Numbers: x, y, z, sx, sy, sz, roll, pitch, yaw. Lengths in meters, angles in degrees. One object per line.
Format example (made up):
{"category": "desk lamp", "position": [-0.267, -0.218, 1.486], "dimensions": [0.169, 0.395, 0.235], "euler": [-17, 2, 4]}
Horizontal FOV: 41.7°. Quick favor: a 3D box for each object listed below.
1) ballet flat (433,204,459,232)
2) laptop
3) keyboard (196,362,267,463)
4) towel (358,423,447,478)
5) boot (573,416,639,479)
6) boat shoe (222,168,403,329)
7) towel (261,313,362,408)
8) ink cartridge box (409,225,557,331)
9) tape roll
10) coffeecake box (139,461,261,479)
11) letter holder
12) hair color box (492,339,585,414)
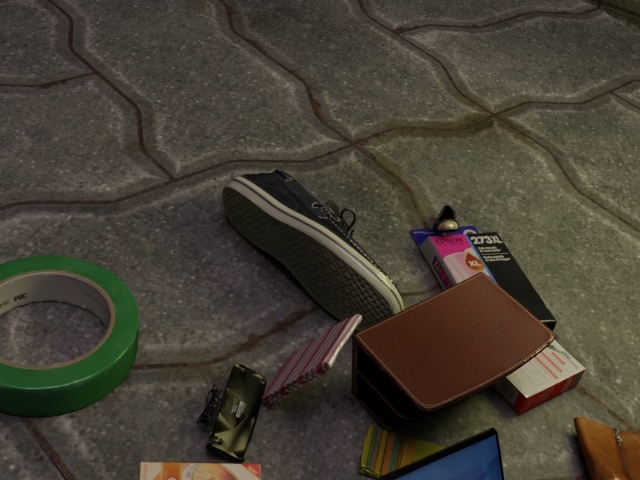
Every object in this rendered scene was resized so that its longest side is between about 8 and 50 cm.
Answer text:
{"category": "ballet flat", "position": [0.282, -0.046, 1.900], "dimensions": [0.057, 0.049, 0.173], "euler": [-1, 10, 5]}
{"category": "laptop", "position": [0.230, 0.442, 1.205], "dimensions": [0.234, 0.136, 0.264], "euler": [-15, 47, -29]}
{"category": "keyboard", "position": [-0.158, 0.293, 1.450], "dimensions": [0.100, 0.038, 0.192], "euler": [32, 36, -13]}
{"category": "towel", "position": [0.187, 0.384, 1.434], "dimensions": [0.237, 0.021, 0.102], "euler": [15, 40, 2]}
{"category": "boot", "position": [0.468, 0.404, 1.429], "dimensions": [0.264, 0.096, 0.280], "euler": [12, 38, -1]}
{"category": "boat shoe", "position": [0.000, 0.000, 1.719], "dimensions": [0.156, 0.187, 0.500], "euler": [-28, 49, -31]}
{"category": "towel", "position": [-0.013, 0.210, 1.465], "dimensions": [0.029, 0.197, 0.144], "euler": [47, 41, -8]}
{"category": "ink cartridge box", "position": [0.343, 0.072, 1.822], "dimensions": [0.175, 0.069, 0.371], "euler": [-4, 40, -20]}
{"category": "tape roll", "position": [-0.484, 0.159, 1.476], "dimensions": [0.321, 0.077, 0.321], "euler": [7, 40, -6]}
{"category": "coffeecake box", "position": [-0.182, 0.412, 1.262], "dimensions": [0.185, 0.068, 0.142], "euler": [4, 39, -12]}
{"category": "letter holder", "position": [0.237, 0.222, 1.489], "dimensions": [0.302, 0.152, 0.214], "euler": [-23, 44, -25]}
{"category": "hair color box", "position": [0.417, 0.260, 1.620], "dimensions": [0.167, 0.053, 0.093], "euler": [-17, 46, -30]}
